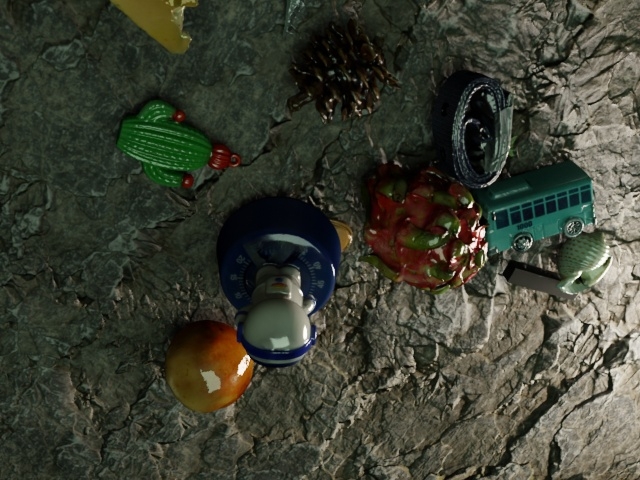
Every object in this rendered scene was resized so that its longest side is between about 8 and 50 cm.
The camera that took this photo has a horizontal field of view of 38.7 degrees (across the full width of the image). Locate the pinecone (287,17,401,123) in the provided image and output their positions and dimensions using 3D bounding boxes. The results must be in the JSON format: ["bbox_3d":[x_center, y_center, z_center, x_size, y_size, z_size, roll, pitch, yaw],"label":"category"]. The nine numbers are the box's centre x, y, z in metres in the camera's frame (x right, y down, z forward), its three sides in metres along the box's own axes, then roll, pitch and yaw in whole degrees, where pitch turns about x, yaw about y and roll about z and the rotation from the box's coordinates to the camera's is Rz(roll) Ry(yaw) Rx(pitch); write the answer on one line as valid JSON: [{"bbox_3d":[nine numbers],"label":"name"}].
[{"bbox_3d":[0.034,-0.312,1.747,0.212,0.169,0.185,-36,90,23],"label":"pinecone"}]

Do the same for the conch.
[{"bbox_3d":[0.609,0.045,2.113,0.135,0.102,0.153,25,125,-32],"label":"conch"}]

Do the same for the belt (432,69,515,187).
[{"bbox_3d":[0.305,-0.229,1.858,0.140,0.126,0.230,-9,110,-17],"label":"belt"}]

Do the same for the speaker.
[{"bbox_3d":[0.527,0.095,2.161,0.191,0.040,0.046,15,118,-20],"label":"speaker"}]

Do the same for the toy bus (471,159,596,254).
[{"bbox_3d":[0.460,-0.075,1.998,0.256,0.128,0.147,-16,120,-4],"label":"toy bus"}]

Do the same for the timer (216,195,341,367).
[{"bbox_3d":[-0.089,0.113,1.834,0.271,0.383,0.270,0,122,0],"label":"timer"}]

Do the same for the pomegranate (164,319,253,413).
[{"bbox_3d":[-0.249,0.277,2.019,0.209,0.209,0.209,-5,121,-8],"label":"pomegranate"}]

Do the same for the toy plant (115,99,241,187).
[{"bbox_3d":[-0.291,-0.177,1.811,0.154,0.088,0.240,-44,123,13],"label":"toy plant"}]

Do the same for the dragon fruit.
[{"bbox_3d":[0.212,-0.030,1.901,0.237,0.302,0.231,-45,158,28],"label":"dragon fruit"}]

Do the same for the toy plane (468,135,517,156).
[{"bbox_3d":[0.368,-0.200,1.954,0.111,0.040,0.102,-2,119,-9],"label":"toy plane"}]

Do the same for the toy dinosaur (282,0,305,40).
[{"bbox_3d":[-0.057,-0.473,1.710,0.082,0.039,0.208,-3,121,-11],"label":"toy dinosaur"}]

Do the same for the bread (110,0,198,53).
[{"bbox_3d":[-0.268,-0.474,1.590,0.211,0.183,0.224,-41,121,7],"label":"bread"}]

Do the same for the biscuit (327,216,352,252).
[{"bbox_3d":[0.000,0.001,2.011,0.140,0.023,0.118,2,119,-13],"label":"biscuit"}]
